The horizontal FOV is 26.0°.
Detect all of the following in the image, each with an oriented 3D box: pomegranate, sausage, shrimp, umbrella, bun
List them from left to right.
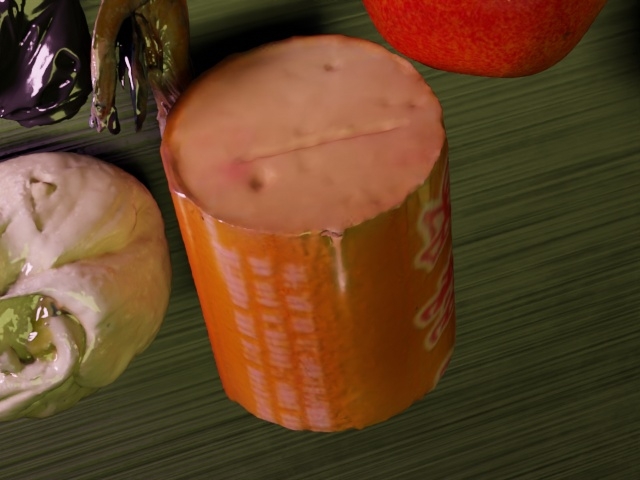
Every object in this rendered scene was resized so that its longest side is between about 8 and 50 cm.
[{"bbox_3d":[-0.232,-0.240,1.019,0.118,0.118,0.340,-13,126,-15],"label":"umbrella"},{"bbox_3d":[-0.246,0.058,1.194,0.259,0.160,0.259,-14,131,-17],"label":"bun"},{"bbox_3d":[-0.137,-0.126,1.129,0.046,0.152,0.219,6,137,16],"label":"shrimp"},{"bbox_3d":[0.000,0.000,1.184,0.233,0.233,0.287,-19,141,-10],"label":"sausage"},{"bbox_3d":[0.142,-0.234,1.122,0.257,0.221,0.221,-3,130,-57],"label":"pomegranate"}]
